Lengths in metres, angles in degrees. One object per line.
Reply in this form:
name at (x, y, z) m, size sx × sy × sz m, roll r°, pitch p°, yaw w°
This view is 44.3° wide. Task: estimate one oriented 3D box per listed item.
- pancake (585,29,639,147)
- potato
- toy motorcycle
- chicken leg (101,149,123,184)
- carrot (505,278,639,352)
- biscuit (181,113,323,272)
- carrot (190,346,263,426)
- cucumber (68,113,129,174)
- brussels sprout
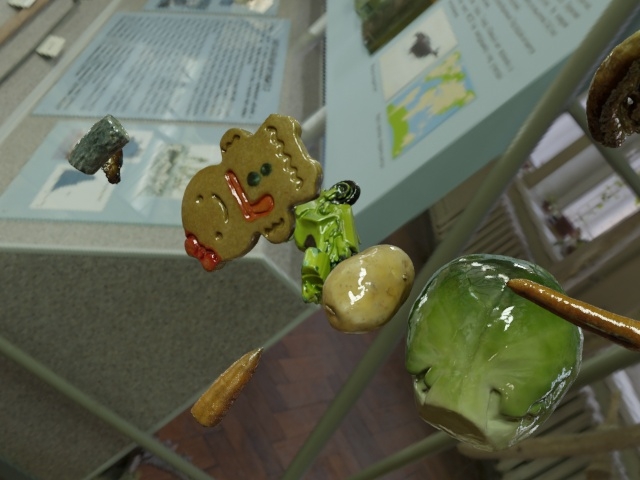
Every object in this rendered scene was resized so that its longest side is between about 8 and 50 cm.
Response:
pancake at (0.534, -0.205, 1.218) m, size 0.244 × 0.057 × 0.266 m, roll 25°, pitch -21°, yaw 3°
potato at (0.079, 0.073, 1.222) m, size 0.178 × 0.109 × 0.118 m, roll -32°, pitch 85°, yaw -40°
toy motorcycle at (-0.001, -0.002, 1.749) m, size 0.142 × 0.206 × 0.342 m, roll 49°, pitch 25°, yaw -38°
chicken leg at (-0.533, -0.216, 2.016) m, size 0.062 × 0.037 × 0.145 m, roll -2°, pitch 98°, yaw -41°
carrot at (0.317, 0.087, 0.970) m, size 0.190 × 0.037 × 0.037 m, roll 24°, pitch 13°, yaw 19°
biscuit at (-0.100, -0.058, 0.996) m, size 0.036 × 0.225 × 0.166 m, roll -1°, pitch 62°, yaw -60°
carrot at (-0.186, 0.305, 1.670) m, size 0.072 × 0.205 × 0.072 m, roll 41°, pitch 6°, yaw -5°
cucumber at (-0.389, -0.164, 1.374) m, size 0.064 × 0.112 × 0.064 m, roll 47°, pitch 9°, yaw -9°
brussels sprout at (0.280, 0.180, 1.302) m, size 0.355 × 0.289 × 0.281 m, roll -56°, pitch 150°, yaw -39°
